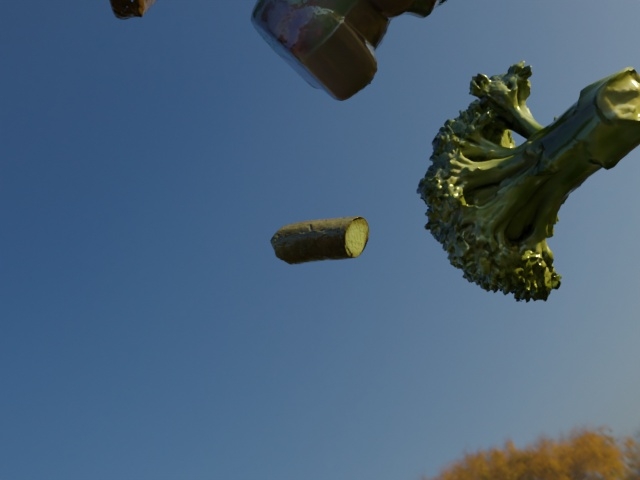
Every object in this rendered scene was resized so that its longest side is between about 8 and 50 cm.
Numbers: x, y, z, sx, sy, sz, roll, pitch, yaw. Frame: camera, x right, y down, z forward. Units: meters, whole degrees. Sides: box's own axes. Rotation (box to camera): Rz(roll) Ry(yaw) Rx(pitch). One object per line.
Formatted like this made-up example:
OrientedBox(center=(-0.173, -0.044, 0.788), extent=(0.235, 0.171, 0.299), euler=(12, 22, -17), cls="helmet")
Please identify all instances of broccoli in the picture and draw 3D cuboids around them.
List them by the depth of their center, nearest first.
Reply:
OrientedBox(center=(0.318, -0.073, 1.106), extent=(0.275, 0.397, 0.352), euler=(-19, -71, -26), cls="broccoli")

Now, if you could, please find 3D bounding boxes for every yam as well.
OrientedBox(center=(0.000, 0.000, 1.157), extent=(0.147, 0.069, 0.069), euler=(-7, -28, 19), cls="yam")

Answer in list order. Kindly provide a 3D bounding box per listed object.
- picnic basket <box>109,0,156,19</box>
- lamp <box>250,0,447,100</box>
OrientedBox(center=(-0.288, -0.436, 1.116), extent=(0.110, 0.055, 0.193), euler=(-72, -18, -49), cls="picnic basket")
OrientedBox(center=(0.044, -0.347, 0.900), extent=(0.247, 0.247, 0.301), euler=(41, -85, -20), cls="lamp")
